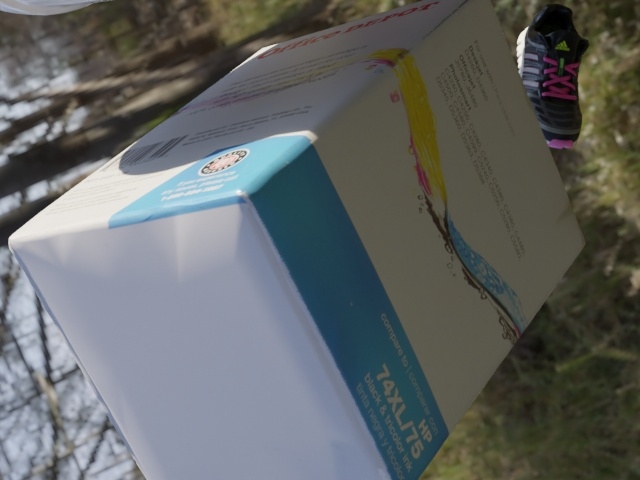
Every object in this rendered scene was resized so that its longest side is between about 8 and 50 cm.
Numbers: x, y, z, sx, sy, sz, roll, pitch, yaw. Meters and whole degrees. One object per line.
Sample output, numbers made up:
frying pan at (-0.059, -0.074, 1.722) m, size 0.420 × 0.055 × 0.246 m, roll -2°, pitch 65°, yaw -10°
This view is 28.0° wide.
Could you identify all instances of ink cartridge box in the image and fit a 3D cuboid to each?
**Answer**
ink cartridge box at (0.000, 0.000, 0.791) m, size 0.270 × 0.198 × 0.197 m, roll -45°, pitch -64°, yaw -43°

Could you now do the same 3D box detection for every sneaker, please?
sneaker at (0.231, -0.169, 1.268) m, size 0.075 × 0.063 × 0.170 m, roll 108°, pitch 167°, yaw -52°

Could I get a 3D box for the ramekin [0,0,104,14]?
ramekin at (-0.129, -0.266, 0.746) m, size 0.127 × 0.273 × 0.273 m, roll 10°, pitch 141°, yaw 31°
